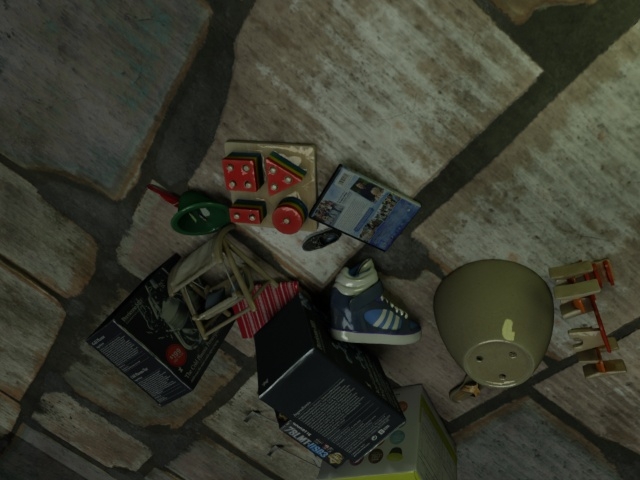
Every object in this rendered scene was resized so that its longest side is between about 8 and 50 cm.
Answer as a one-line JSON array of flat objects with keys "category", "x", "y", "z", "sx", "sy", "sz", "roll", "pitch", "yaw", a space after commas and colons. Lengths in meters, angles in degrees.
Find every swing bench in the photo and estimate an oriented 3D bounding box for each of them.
[{"category": "swing bench", "x": -0.318, "y": 0.127, "z": 1.409, "sx": 0.253, "sy": 0.165, "sz": 0.255, "roll": -33, "pitch": 98, "yaw": 30}]

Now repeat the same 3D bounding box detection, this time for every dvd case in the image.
[{"category": "dvd case", "x": 0.117, "y": -0.081, "z": 1.231, "sx": 0.252, "sy": 0.022, "sz": 0.180, "roll": 24, "pitch": 125, "yaw": -16}]

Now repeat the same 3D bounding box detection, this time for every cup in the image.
[{"category": "cup", "x": 0.471, "y": 0.254, "z": 1.239, "sx": 0.330, "sy": 0.237, "sz": 0.331, "roll": 7, "pitch": 123, "yaw": 12}]

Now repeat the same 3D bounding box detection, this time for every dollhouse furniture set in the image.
[{"category": "dollhouse furniture set", "x": 0.664, "y": 0.156, "z": 1.110, "sx": 0.135, "sy": 0.259, "sz": 0.262, "roll": -19, "pitch": 114, "yaw": 28}]

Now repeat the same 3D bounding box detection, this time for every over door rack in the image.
[{"category": "over door rack", "x": -0.119, "y": 0.773, "z": 1.810, "sx": 0.324, "sy": 0.108, "sz": 0.240, "roll": -8, "pitch": 118, "yaw": 36}]

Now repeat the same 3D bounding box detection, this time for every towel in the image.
[{"category": "towel", "x": -0.172, "y": 0.230, "z": 1.506, "sx": 0.274, "sy": 0.031, "sz": 0.199, "roll": -7, "pitch": 109, "yaw": 23}]

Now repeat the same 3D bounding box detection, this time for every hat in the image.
[{"category": "hat", "x": -0.383, "y": -0.133, "z": 1.372, "sx": 0.208, "sy": 0.184, "sz": 0.173, "roll": 1, "pitch": 148, "yaw": -36}]

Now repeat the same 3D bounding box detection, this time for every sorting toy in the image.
[{"category": "sorting toy", "x": -0.142, "y": -0.136, "z": 1.264, "sx": 0.255, "sy": 0.089, "sz": 0.257, "roll": 6, "pitch": 121, "yaw": 12}]

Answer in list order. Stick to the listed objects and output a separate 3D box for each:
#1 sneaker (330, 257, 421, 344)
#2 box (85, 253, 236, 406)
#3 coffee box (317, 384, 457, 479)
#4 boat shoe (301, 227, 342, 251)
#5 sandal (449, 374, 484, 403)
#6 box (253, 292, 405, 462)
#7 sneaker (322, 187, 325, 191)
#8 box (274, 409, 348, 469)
[{"category": "sneaker", "x": 0.176, "y": 0.174, "z": 1.341, "sx": 0.322, "sy": 0.130, "sz": 0.237, "roll": 6, "pitch": 89, "yaw": -28}, {"category": "box", "x": -0.485, "y": 0.278, "z": 1.459, "sx": 0.178, "sy": 0.343, "sz": 0.312, "roll": -34, "pitch": 108, "yaw": 31}, {"category": "coffee box", "x": 0.242, "y": 0.751, "z": 1.544, "sx": 0.337, "sy": 0.334, "sz": 0.338, "roll": -19, "pitch": 113, "yaw": 25}, {"category": "boat shoe", "x": 0.000, "y": 0.000, "z": 1.335, "sx": 0.142, "sy": 0.040, "sz": 0.049, "roll": -26, "pitch": 111, "yaw": 27}, {"category": "sandal", "x": 0.485, "y": 0.487, "z": 1.487, "sx": 0.072, "sy": 0.049, "sz": 0.180, "roll": 30, "pitch": 124, "yaw": -3}, {"category": "box", "x": 0.017, "y": 0.401, "z": 1.357, "sx": 0.212, "sy": 0.294, "sz": 0.395, "roll": -44, "pitch": 114, "yaw": 9}, {"category": "sneaker", "x": 0.055, "y": -0.116, "z": 1.257, "sx": 0.109, "sy": 0.040, "sz": 0.044, "roll": 18, "pitch": 156, "yaw": -3}, {"category": "box", "x": -0.051, "y": 0.540, "z": 1.465, "sx": 0.073, "sy": 0.293, "sz": 0.295, "roll": -42, "pitch": 120, "yaw": 2}]
